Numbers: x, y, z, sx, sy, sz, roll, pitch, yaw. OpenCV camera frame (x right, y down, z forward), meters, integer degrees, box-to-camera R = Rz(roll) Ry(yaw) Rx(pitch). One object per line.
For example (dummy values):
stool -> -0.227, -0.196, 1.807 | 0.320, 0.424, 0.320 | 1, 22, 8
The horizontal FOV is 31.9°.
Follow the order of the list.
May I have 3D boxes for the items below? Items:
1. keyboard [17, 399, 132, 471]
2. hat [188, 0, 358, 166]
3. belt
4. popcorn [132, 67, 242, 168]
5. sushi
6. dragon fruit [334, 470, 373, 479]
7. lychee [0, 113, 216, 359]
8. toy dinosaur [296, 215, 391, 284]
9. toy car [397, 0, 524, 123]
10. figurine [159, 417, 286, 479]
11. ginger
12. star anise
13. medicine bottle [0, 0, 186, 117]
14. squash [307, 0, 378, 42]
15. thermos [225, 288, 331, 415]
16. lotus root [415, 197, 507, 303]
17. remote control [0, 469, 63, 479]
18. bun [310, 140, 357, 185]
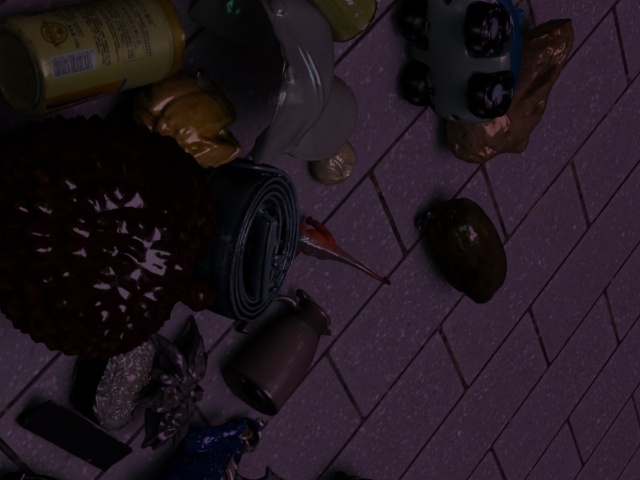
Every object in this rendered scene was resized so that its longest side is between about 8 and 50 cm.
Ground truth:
keyboard -> -0.345, 0.278, 1.592 | 0.060, 0.018, 0.195 | -32, 139, 10
hat -> -0.024, -0.237, 1.543 | 0.168, 0.258, 0.301 | -33, 158, 26
belt -> -0.110, -0.006, 1.625 | 0.206, 0.116, 0.268 | -53, 153, -40
popcorn -> -0.182, -0.156, 1.509 | 0.167, 0.148, 0.152 | 13, 119, -40
sushi -> -0.294, 0.188, 1.583 | 0.090, 0.078, 0.150 | 16, 95, -44
dragon fruit -> 0.074, 0.516, 2.110 | 0.137, 0.135, 0.236 | -64, 158, -15
lychee -> -0.272, -0.007, 1.349 | 0.330, 0.306, 0.306 | 29, 82, -6
toy dinosaur -> -0.003, 0.005, 1.803 | 0.279, 0.101, 0.055 | 20, 108, -30
toy car -> 0.254, -0.329, 1.886 | 0.190, 0.188, 0.255 | -36, 128, -41
figurine -> -0.175, 0.371, 1.779 | 0.262, 0.120, 0.164 | -27, 93, -49
ginger -> 0.359, -0.282, 2.069 | 0.190, 0.126, 0.354 | 40, 77, -28
star anise -> -0.215, 0.225, 1.685 | 0.181, 0.061, 0.205 | 78, 31, -44
medicine bottle -> -0.278, -0.235, 1.379 | 0.238, 0.124, 0.124 | -22, 122, -40
squash -> -0.015, -0.387, 1.648 | 0.224, 0.094, 0.094 | 36, 79, -43
thermos -> -0.068, 0.168, 1.821 | 0.137, 0.105, 0.193 | 46, 63, -14
lotus root -> 0.279, 0.017, 2.114 | 0.123, 0.124, 0.241 | -43, 134, -13
remote control -> -0.350, 0.443, 1.645 | 0.145, 0.062, 0.399 | -58, 141, -11
bun -> 0.026, -0.127, 1.820 | 0.086, 0.054, 0.086 | -23, 123, -40
